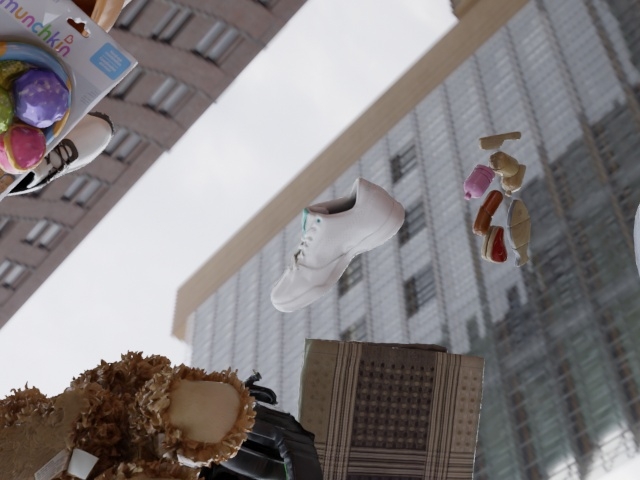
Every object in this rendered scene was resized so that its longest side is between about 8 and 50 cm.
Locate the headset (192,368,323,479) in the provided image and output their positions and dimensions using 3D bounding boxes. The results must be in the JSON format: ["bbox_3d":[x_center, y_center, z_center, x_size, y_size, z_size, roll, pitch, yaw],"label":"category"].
[{"bbox_3d":[-0.088,0.319,1.361,0.185,0.243,0.394,21,-157,-32],"label":"headset"}]

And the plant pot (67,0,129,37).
[{"bbox_3d":[-0.312,-0.344,1.127,0.291,0.291,0.203,47,-151,-2],"label":"plant pot"}]

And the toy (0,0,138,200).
[{"bbox_3d":[-0.261,-0.085,0.801,0.056,0.237,0.137,52,-174,35],"label":"toy"}]

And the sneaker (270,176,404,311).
[{"bbox_3d":[0.000,0.000,1.270,0.094,0.212,0.080,40,-162,-28],"label":"sneaker"}]

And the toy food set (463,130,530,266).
[{"bbox_3d":[0.154,-0.033,0.886,0.078,0.019,0.122,-13,-75,-40],"label":"toy food set"}]

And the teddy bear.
[{"bbox_3d":[-0.193,0.195,0.832,0.113,0.338,0.245,46,-149,-39],"label":"teddy bear"}]

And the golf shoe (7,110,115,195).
[{"bbox_3d":[-0.368,-0.109,1.371,0.077,0.198,0.094,66,171,-29],"label":"golf shoe"}]

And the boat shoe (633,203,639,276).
[{"bbox_3d":[0.329,-0.019,0.777,0.306,0.105,0.113,85,172,-66],"label":"boat shoe"}]

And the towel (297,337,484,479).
[{"bbox_3d":[0.098,0.311,1.508,0.312,0.056,0.324,9,-94,-22],"label":"towel"}]
